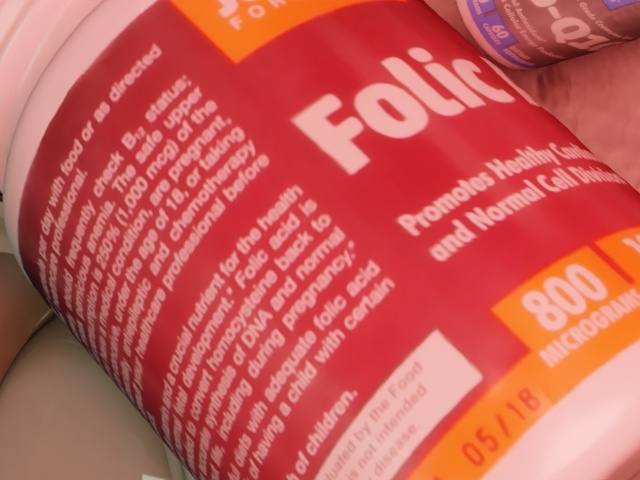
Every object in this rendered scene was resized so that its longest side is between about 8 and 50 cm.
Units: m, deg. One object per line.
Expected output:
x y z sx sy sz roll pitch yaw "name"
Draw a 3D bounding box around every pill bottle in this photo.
0.129 -0.125 0.754 0.137 0.078 0.078 -13 90 49 "pill bottle"
0.000 0.000 0.781 0.392 0.224 0.224 46 130 27 "pill bottle"

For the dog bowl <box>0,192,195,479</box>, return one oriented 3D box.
-0.138 0.173 1.039 0.408 0.150 0.408 3 94 46 "dog bowl"
